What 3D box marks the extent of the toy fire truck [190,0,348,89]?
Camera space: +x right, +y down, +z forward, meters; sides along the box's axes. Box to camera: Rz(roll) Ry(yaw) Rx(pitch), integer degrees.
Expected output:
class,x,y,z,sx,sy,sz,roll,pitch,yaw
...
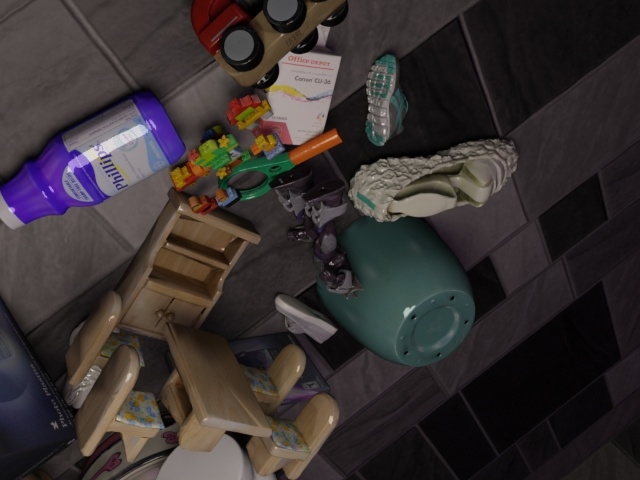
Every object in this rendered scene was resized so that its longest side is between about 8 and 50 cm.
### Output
class,x,y,z,sx,sy,sz,roll,pitch,yaw
toy fire truck,-0.111,-0.379,0.902,0.217,0.246,0.158,-41,170,7

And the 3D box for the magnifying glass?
class,x,y,z,sx,sy,sz,roll,pitch,yaw
magnifying glass,-0.070,-0.131,1.084,0.231,0.026,0.092,-23,151,15

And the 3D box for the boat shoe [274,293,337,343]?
class,x,y,z,sx,sy,sz,roll,pitch,yaw
boat shoe,-0.040,0.169,1.327,0.063,0.066,0.184,-50,139,6

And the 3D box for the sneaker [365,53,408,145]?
class,x,y,z,sx,sy,sz,roll,pitch,yaw
sneaker,0.126,-0.258,1.152,0.076,0.065,0.166,-23,133,-35

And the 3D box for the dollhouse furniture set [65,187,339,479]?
class,x,y,z,sx,sy,sz,roll,pitch,yaw
dollhouse furniture set,-0.177,0.133,1.007,0.362,0.394,0.256,24,106,-37

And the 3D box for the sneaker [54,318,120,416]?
class,x,y,z,sx,sy,sz,roll,pitch,yaw
sneaker,-0.410,0.244,1.131,0.090,0.115,0.232,11,113,-34

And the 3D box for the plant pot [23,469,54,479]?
class,x,y,z,sx,sy,sz,roll,pitch,yaw
plant pot,-0.612,0.445,1.085,0.263,0.263,0.229,-26,112,-12

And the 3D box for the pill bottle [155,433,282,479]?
class,x,y,z,sx,sy,sz,roll,pitch,yaw
pill bottle,-0.151,0.530,1.201,0.210,0.210,0.362,-32,130,-7

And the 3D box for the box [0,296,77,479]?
class,x,y,z,sx,sy,sz,roll,pitch,yaw
box,-0.519,0.206,0.856,0.183,0.296,0.294,-36,171,-4

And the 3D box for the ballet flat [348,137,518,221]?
class,x,y,z,sx,sy,sz,roll,pitch,yaw
ballet flat,0.253,-0.105,1.263,0.409,0.147,0.146,-14,125,-22

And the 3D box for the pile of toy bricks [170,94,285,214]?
class,x,y,z,sx,sy,sz,roll,pitch,yaw
pile of toy bricks,-0.161,-0.129,0.981,0.212,0.118,0.105,-33,161,19

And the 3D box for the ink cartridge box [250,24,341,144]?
class,x,y,z,sx,sy,sz,roll,pitch,yaw
ink cartridge box,-0.041,-0.261,1.043,0.115,0.067,0.198,-1,120,-27

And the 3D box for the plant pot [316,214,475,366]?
class,x,y,z,sx,sy,sz,roll,pitch,yaw
plant pot,0.173,0.113,1.290,0.293,0.235,0.292,-14,124,-21

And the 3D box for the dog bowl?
class,x,y,z,sx,sy,sz,roll,pitch,yaw
dog bowl,-0.325,0.537,1.344,0.408,0.150,0.407,-14,126,-21

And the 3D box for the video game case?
class,x,y,z,sx,sy,sz,roll,pitch,yaw
video game case,-0.145,0.259,1.233,0.274,0.196,0.026,-4,119,-26

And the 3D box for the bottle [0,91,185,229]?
class,x,y,z,sx,sy,sz,roll,pitch,yaw
bottle,-0.350,-0.114,0.952,0.283,0.092,0.118,-30,131,-9

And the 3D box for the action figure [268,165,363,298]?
class,x,y,z,sx,sy,sz,roll,pitch,yaw
action figure,0.000,0.000,1.152,0.099,0.185,0.285,-34,136,-19
